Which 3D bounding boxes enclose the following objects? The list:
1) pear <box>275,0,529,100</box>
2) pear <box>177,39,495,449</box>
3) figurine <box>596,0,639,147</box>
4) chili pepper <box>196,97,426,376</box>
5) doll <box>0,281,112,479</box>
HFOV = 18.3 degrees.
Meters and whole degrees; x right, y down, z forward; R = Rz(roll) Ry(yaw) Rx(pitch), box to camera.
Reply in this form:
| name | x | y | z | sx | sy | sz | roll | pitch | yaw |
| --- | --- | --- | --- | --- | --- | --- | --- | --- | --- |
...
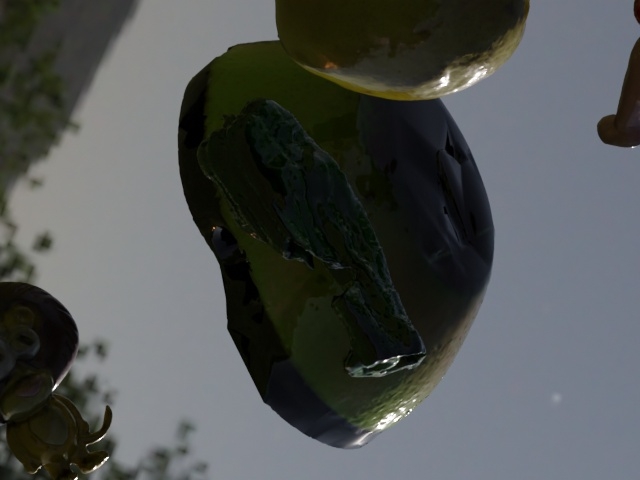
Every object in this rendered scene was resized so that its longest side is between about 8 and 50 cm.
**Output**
| name | x | y | z | sx | sy | sz | roll | pitch | yaw |
| --- | --- | --- | --- | --- | --- | --- | --- | --- | --- |
| pear | 0.063 | -0.189 | 1.354 | 0.200 | 0.200 | 0.200 | -60 | -165 | 28 |
| pear | 0.046 | -0.021 | 1.849 | 0.165 | 0.399 | 0.398 | -20 | -142 | 27 |
| figurine | 0.310 | -0.192 | 1.618 | 0.176 | 0.186 | 0.287 | -28 | 175 | -22 |
| chili pepper | -0.001 | 0.000 | 1.593 | 0.083 | 0.253 | 0.099 | -39 | 173 | 41 |
| doll | -0.246 | 0.113 | 1.653 | 0.145 | 0.188 | 0.096 | -60 | -175 | -23 |
